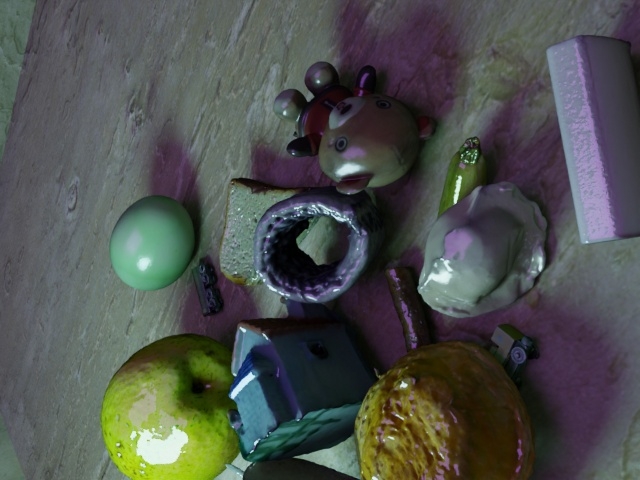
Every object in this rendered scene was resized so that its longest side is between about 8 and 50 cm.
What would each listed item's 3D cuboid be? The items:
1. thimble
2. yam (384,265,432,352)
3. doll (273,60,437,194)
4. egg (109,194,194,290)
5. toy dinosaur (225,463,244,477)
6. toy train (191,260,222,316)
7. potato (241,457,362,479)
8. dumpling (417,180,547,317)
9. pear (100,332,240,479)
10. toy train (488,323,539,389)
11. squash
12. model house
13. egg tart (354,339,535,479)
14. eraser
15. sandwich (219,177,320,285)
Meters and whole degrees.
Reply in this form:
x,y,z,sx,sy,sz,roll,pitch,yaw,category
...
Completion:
x,y,z,sx,sy,sz,roll,pitch,yaw,category
0.000,0.000,1.309,0.245,0.157,0.217,-29,96,23,thimble
0.180,0.165,1.257,0.061,0.061,0.253,-29,72,44,yam
0.051,-0.209,1.282,0.330,0.235,0.174,42,165,45,doll
-0.450,0.008,1.793,0.220,0.220,0.269,44,115,35,egg
-0.061,0.624,1.462,0.393,0.092,0.205,31,103,6,toy dinosaur
-0.304,0.129,1.781,0.071,0.038,0.148,-30,71,43,toy train
0.003,0.648,1.292,0.397,0.290,0.296,15,106,2,potato
0.269,0.027,1.100,0.258,0.193,0.147,-56,10,24,dumpling
-0.337,0.400,1.609,0.391,0.391,0.391,5,97,46,pear
0.315,0.204,1.126,0.081,0.050,0.122,43,123,41,toy train
0.255,-0.102,1.147,0.090,0.075,0.200,-115,22,-45,squash
-0.067,0.248,1.362,0.252,0.295,0.329,-49,53,42,model house
0.171,0.328,1.101,0.351,0.153,0.339,-49,47,12,egg tart
0.397,-0.134,0.919,0.095,0.174,0.270,-15,83,46,eraser
-0.112,-0.012,1.522,0.288,0.100,0.254,8,92,45,sandwich
